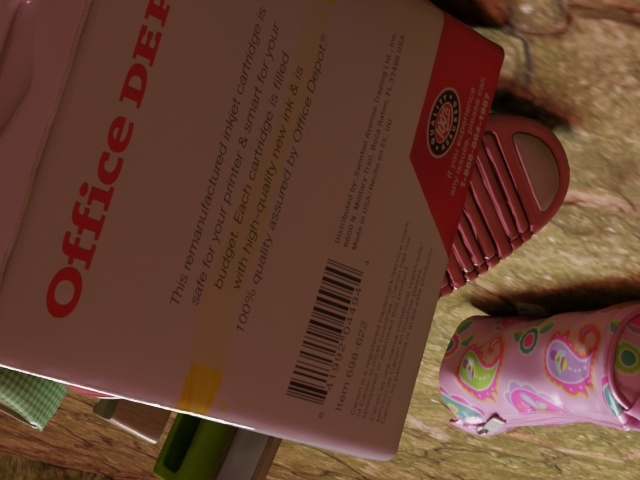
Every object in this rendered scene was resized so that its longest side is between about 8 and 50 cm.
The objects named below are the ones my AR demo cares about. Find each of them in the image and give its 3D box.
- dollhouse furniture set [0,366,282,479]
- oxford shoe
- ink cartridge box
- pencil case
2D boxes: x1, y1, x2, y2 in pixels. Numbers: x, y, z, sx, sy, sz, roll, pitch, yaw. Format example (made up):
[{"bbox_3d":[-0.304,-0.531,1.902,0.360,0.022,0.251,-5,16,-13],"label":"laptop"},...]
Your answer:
[{"bbox_3d":[-0.154,0.064,1.552,0.301,0.197,0.151,32,163,-28],"label":"dollhouse furniture set"},{"bbox_3d":[-0.019,-0.018,1.429,0.397,0.146,0.140,-17,115,7],"label":"oxford shoe"},{"bbox_3d":[-0.080,-0.047,1.137,0.160,0.279,0.385,13,174,35],"label":"ink cartridge box"},{"bbox_3d":[0.221,0.120,1.786,0.124,0.124,0.284,26,162,-26],"label":"pencil case"}]
